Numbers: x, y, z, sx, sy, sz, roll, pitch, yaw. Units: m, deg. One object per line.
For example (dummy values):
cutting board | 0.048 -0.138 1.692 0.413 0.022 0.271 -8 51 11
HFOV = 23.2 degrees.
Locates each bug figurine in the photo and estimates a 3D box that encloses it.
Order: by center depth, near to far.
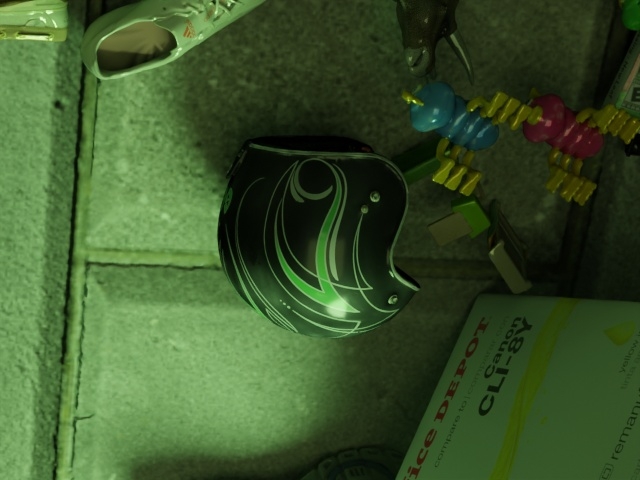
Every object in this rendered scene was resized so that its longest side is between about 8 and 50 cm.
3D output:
bug figurine | 0.195 -0.150 1.217 0.216 0.072 0.279 26 108 -39

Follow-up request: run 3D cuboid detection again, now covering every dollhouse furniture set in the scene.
dollhouse furniture set | 0.123 -0.015 1.347 0.058 0.076 0.152 -27 117 18

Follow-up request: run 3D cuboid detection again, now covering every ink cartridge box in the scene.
ink cartridge box | 0.220 0.200 1.250 0.160 0.384 0.279 30 79 -20

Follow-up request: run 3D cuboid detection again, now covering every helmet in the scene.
helmet | 0.000 0.000 1.278 0.169 0.169 0.162 2 100 -11

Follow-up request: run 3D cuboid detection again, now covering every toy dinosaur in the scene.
toy dinosaur | 0.116 -0.284 1.196 0.313 0.121 0.160 -55 143 7

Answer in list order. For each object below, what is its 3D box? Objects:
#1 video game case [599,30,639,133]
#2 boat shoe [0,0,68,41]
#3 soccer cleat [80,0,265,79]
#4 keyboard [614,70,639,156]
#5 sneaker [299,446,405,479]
video game case | 0.365 -0.162 1.322 0.212 0.023 0.193 14 112 -23
boat shoe | -0.261 -0.166 1.208 0.135 0.050 0.045 -7 112 -7
soccer cleat | -0.098 -0.182 1.215 0.196 0.076 0.068 -31 118 5
keyboard | 0.307 -0.154 1.335 0.108 0.023 0.180 5 115 -20
sneaker | -0.004 0.281 1.466 0.297 0.111 0.129 -8 135 -4
